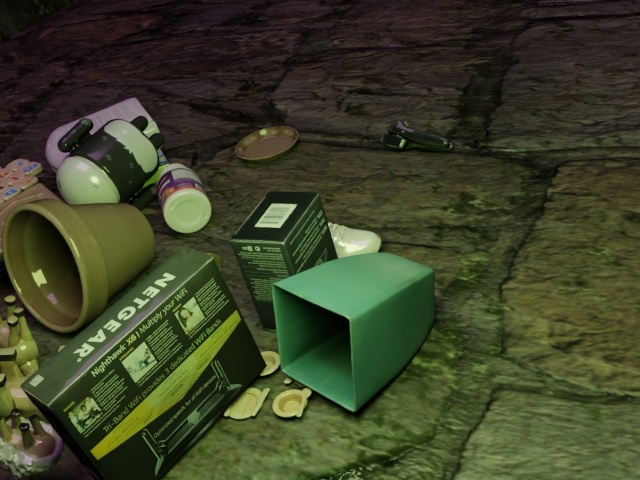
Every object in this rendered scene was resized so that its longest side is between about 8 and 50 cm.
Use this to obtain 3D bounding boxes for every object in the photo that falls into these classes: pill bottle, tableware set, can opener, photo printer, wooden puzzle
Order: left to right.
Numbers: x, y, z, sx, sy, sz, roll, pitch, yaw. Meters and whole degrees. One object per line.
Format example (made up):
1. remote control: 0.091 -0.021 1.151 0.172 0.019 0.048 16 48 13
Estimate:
1. wooden puzzle: -0.759 -0.002 1.750 0.322 0.080 0.348 -34 31 -22
2. photo printer: -0.625 -0.283 2.081 0.307 0.107 0.256 -26 35 -14
3. pill bottle: -0.322 -0.106 1.697 0.108 0.108 0.193 -21 33 -8
4. tableware set: -0.070 0.233 1.178 0.169 0.020 0.141 -1 36 22
5. can opener: 0.231 -0.240 1.723 0.186 0.073 0.059 16 6 35

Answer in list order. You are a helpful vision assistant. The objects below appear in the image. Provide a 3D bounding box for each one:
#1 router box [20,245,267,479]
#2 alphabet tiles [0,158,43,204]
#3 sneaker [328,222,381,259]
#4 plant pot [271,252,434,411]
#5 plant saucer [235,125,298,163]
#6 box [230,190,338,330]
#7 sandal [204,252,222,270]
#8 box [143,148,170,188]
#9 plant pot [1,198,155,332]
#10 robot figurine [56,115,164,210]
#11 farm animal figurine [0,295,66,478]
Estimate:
1. router box: -0.242 0.198 1.082 0.081 0.243 0.309 16 48 40
2. alphabet tiles: -0.941 -0.149 2.096 0.278 0.021 0.284 14 44 38
3. sneaker: 0.000 0.000 1.423 0.235 0.095 0.090 -3 34 16
4. plant pot: 0.071 0.120 1.163 0.234 0.165 0.165 -25 33 -38
5. plant saucer: -0.136 -0.243 1.891 0.168 0.029 0.168 -11 33 7
6. box: -0.052 0.039 1.284 0.108 0.207 0.153 3 37 27
7. sandal: -0.289 0.100 1.402 0.079 0.088 0.240 13 48 28
8. box: -0.458 -0.191 1.938 0.109 0.042 0.178 -24 34 -12
9. plant pot: -0.467 0.022 1.477 0.263 0.263 0.229 10 24 33
10. robot figurine: -0.505 -0.181 1.771 0.209 0.173 0.278 25 56 20
11. farm animal figurine: -0.513 0.255 1.218 0.327 0.172 0.330 7 30 11
